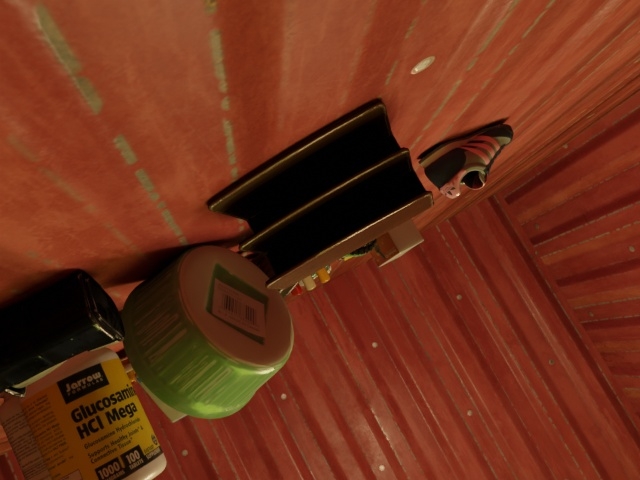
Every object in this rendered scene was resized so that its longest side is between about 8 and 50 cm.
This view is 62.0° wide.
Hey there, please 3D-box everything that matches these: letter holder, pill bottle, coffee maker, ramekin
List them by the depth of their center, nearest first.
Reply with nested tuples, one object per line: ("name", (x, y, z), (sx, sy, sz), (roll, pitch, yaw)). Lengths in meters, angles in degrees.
("coffee maker", (-0.394, 0.132, 0.758), (0.178, 0.120, 0.171), (-28, 171, -6))
("letter holder", (0.008, -0.059, 0.838), (0.302, 0.152, 0.214), (-30, 170, 8))
("ramekin", (-0.192, 0.154, 0.983), (0.148, 0.303, 0.303), (-40, 167, 26))
("pill bottle", (-0.447, 0.327, 1.014), (0.188, 0.334, 0.188), (-28, 172, -4))
("pill bottle", (-0.573, 0.387, 1.129), (0.160, 0.283, 0.160), (-28, 172, -4))

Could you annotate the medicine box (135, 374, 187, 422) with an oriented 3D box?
("medicine box", (-0.267, 0.253, 1.305), (0.263, 0.149, 0.289), (-30, -163, 7))

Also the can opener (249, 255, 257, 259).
("can opener", (-0.145, 0.081, 1.440), (0.074, 0.093, 0.280), (-26, 180, -6))

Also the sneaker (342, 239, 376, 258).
("sneaker", (0.000, 0.000, 1.329), (0.344, 0.134, 0.146), (-16, 177, -36))

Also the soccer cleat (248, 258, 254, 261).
("soccer cleat", (-0.238, 0.132, 1.213), (0.248, 0.095, 0.083), (-31, 156, -10))

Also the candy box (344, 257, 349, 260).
("candy box", (0.054, 0.008, 1.499), (0.105, 0.027, 0.206), (-27, -159, -22))

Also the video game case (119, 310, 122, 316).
("video game case", (-0.392, 0.169, 1.319), (0.196, 0.026, 0.274), (-25, 172, -24))

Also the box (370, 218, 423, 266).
("box", (0.178, -0.035, 1.458), (0.091, 0.170, 0.130), (-24, 170, -29))

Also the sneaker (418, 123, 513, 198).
("sneaker", (0.383, -0.193, 1.320), (0.319, 0.131, 0.112), (-24, 170, -30))

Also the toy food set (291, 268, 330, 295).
("toy food set", (-0.089, 0.129, 1.946), (0.232, 0.104, 0.111), (-12, -161, 44))

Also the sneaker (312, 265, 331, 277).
("sneaker", (-0.029, 0.121, 2.155), (0.166, 0.065, 0.076), (-29, 156, -22))

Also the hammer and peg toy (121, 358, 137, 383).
("hammer and peg toy", (-0.654, 0.455, 1.809), (0.266, 0.127, 0.361), (-25, 171, -22))

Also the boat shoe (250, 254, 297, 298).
("boat shoe", (-0.033, -0.016, 1.131), (0.307, 0.104, 0.110), (-48, 165, -10))
